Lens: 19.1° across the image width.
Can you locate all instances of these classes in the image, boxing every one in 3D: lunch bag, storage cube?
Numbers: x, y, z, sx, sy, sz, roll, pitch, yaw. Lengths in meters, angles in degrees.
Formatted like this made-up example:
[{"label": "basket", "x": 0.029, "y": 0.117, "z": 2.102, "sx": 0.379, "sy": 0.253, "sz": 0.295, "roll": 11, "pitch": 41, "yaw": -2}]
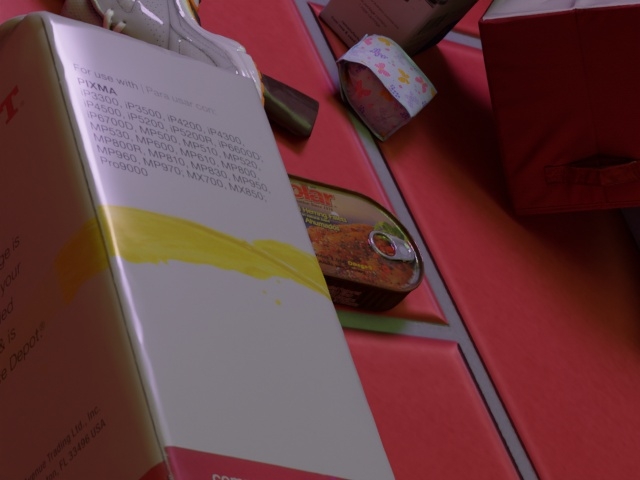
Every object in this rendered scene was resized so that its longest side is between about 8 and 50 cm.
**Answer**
[{"label": "lunch bag", "x": 0.054, "y": -0.141, "z": 1.710, "sx": 0.083, "sy": 0.053, "sz": 0.071, "roll": 51, "pitch": 34, "yaw": -6}, {"label": "storage cube", "x": 0.266, "y": -0.152, "z": 1.756, "sx": 0.215, "sy": 0.183, "sz": 0.193, "roll": -54, "pitch": 136, "yaw": -59}]

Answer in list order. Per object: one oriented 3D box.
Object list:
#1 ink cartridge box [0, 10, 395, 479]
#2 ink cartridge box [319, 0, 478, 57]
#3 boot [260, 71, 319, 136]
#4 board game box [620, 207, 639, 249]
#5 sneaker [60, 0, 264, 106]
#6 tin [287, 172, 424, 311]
[{"label": "ink cartridge box", "x": -0.121, "y": 0.113, "z": 1.007, "sx": 0.160, "sy": 0.279, "sz": 0.385, "roll": 15, "pitch": 42, "yaw": -38}, {"label": "ink cartridge box", "x": 0.115, "y": -0.264, "z": 1.777, "sx": 0.086, "sy": 0.203, "sz": 0.148, "roll": 48, "pitch": 32, "yaw": 7}, {"label": "boot", "x": -0.048, "y": -0.110, "z": 1.583, "sx": 0.114, "sy": 0.037, "sz": 0.106, "roll": 35, "pitch": 35, "yaw": -21}, {"label": "board game box", "x": 0.434, "y": -0.020, "z": 1.966, "sx": 0.318, "sy": 0.066, "sz": 0.318, "roll": 13, "pitch": 43, "yaw": -37}, {"label": "sneaker", "x": -0.138, "y": -0.146, "z": 1.484, "sx": 0.121, "sy": 0.099, "sz": 0.262, "roll": 3, "pitch": 41, "yaw": -36}, {"label": "tin", "x": 0.000, "y": 0.000, "z": 1.502, "sx": 0.189, "sy": 0.040, "sz": 0.106, "roll": 14, "pitch": 46, "yaw": -37}]
